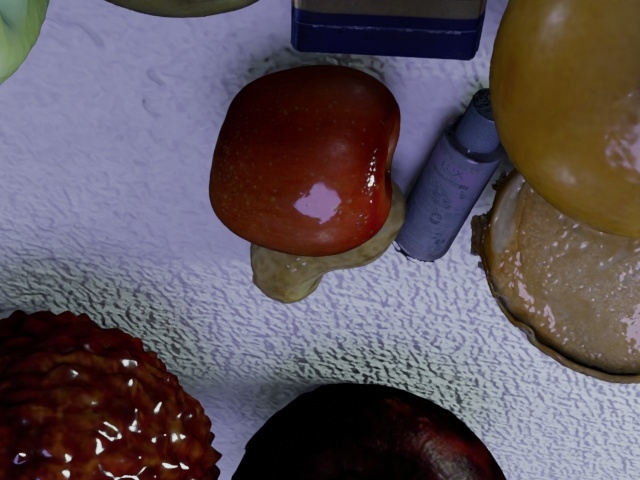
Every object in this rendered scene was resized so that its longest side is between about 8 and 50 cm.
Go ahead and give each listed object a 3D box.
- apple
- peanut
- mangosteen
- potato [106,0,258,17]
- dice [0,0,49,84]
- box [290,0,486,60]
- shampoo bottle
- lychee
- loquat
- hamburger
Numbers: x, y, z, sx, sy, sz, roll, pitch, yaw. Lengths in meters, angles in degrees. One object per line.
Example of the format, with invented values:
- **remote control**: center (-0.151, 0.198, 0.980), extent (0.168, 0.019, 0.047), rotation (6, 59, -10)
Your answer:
- **apple**: center (-0.011, -0.075, 1.080), extent (0.169, 0.181, 0.181), rotation (13, 142, 8)
- **peanut**: center (0.000, 0.000, 1.237), extent (0.229, 0.098, 0.103), rotation (-29, 121, 36)
- **mangosteen**: center (0.039, 0.365, 1.503), extent (0.381, 0.380, 0.421), rotation (21, 170, -22)
- **potato**: center (-0.120, -0.245, 0.849), extent (0.178, 0.235, 0.160), rotation (22, 114, 30)
- **dice**: center (-0.343, -0.240, 0.826), extent (0.252, 0.249, 0.254), rotation (-2, 141, 4)
- **box**: center (0.060, -0.259, 0.928), extent (0.168, 0.071, 0.259), rotation (3, 142, -1)
- **shampoo bottle**: center (0.136, -0.065, 1.174), extent (0.072, 0.072, 0.214), rotation (11, 141, -11)
- **lychee**: center (-0.341, 0.287, 1.348), extent (0.425, 0.424, 0.500), rotation (-27, 151, 31)
- **loquat**: center (0.262, -0.133, 0.929), extent (0.263, 0.263, 0.263), rotation (1, 141, 1)
- **hamburger**: center (0.273, 0.015, 1.135), extent (0.286, 0.243, 0.146), rotation (-13, -179, 31)
